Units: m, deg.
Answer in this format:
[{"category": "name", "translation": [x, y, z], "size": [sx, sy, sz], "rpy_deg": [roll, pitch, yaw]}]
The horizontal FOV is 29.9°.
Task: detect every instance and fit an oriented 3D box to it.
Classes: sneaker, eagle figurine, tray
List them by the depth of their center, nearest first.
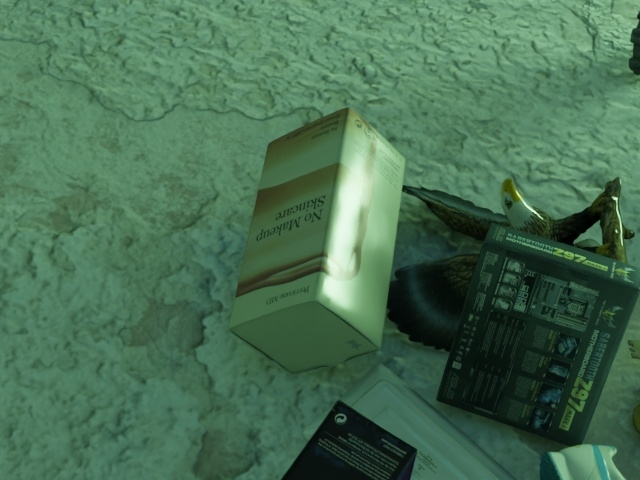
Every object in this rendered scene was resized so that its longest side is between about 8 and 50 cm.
[{"category": "sneaker", "translation": [0.330, 0.331, 1.344], "size": [0.092, 0.087, 0.228], "rpy_deg": [-11, 58, -13]}, {"category": "tray", "translation": [0.121, 0.266, 1.411], "size": [0.270, 0.030, 0.145], "rpy_deg": [40, 63, 22]}, {"category": "eagle figurine", "translation": [0.243, 0.008, 1.532], "size": [0.298, 0.225, 0.226], "rpy_deg": [-13, 7, 23]}]

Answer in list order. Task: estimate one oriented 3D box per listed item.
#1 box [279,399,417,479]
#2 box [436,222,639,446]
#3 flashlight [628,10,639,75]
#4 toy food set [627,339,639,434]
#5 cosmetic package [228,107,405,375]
[{"category": "box", "translation": [0.001, 0.313, 1.231], "size": [0.103, 0.261, 0.184], "rpy_deg": [32, 60, 18]}, {"category": "box", "translation": [0.253, 0.114, 1.403], "size": [0.183, 0.232, 0.059], "rpy_deg": [18, 29, 11]}, {"category": "flashlight", "translation": [0.605, -0.270, 1.721], "size": [0.304, 0.103, 0.103], "rpy_deg": [10, 86, 24]}, {"category": "toy food set", "translation": [0.444, 0.213, 1.467], "size": [0.132, 0.038, 0.192], "rpy_deg": [5, 49, -8]}, {"category": "cosmetic package", "translation": [0.000, 0.000, 1.494], "size": [0.153, 0.129, 0.296], "rpy_deg": [-21, 45, 35]}]
